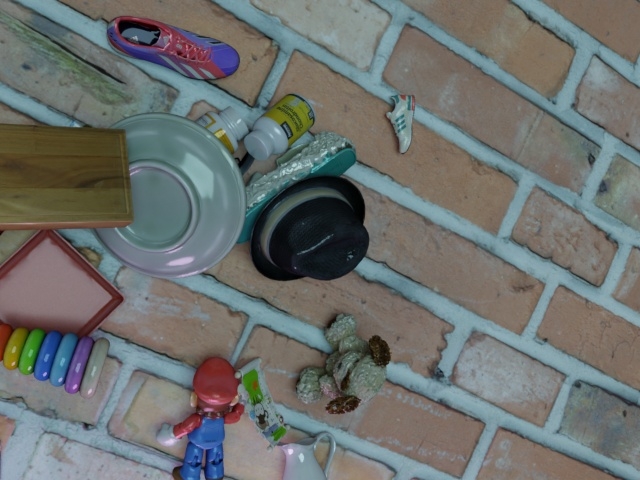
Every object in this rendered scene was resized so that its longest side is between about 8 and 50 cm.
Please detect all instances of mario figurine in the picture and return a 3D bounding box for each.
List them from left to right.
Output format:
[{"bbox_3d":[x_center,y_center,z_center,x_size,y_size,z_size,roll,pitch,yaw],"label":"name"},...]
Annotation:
[{"bbox_3d":[-0.286,0.442,1.764,0.170,0.198,0.320,15,99,23],"label":"mario figurine"}]

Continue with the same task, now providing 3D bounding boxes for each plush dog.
[{"bbox_3d":[0.087,0.345,1.798,0.211,0.225,0.262,33,84,-17],"label":"plush dog"}]

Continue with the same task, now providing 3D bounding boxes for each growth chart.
[{"bbox_3d":[-0.148,0.414,1.775,0.021,0.172,0.237,-18,99,18],"label":"growth chart"}]

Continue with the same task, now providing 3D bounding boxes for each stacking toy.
[{"bbox_3d":[-0.651,0.248,1.565,0.331,0.141,0.141,17,88,-14],"label":"stacking toy"}]

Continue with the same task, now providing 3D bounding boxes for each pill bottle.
[{"bbox_3d":[-0.283,-0.232,1.699,0.215,0.117,0.117,-37,104,-12],"label":"pill bottle"},{"bbox_3d":[-0.102,-0.277,1.731,0.103,0.103,0.184,52,56,-14],"label":"pill bottle"}]

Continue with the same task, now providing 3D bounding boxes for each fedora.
[{"bbox_3d":[0.000,0.000,1.725,0.334,0.152,0.333,-20,129,-26],"label":"fedora"}]

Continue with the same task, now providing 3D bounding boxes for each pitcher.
[{"bbox_3d":[-0.023,0.619,1.848,0.178,0.125,0.207,-6,84,-32],"label":"pitcher"}]

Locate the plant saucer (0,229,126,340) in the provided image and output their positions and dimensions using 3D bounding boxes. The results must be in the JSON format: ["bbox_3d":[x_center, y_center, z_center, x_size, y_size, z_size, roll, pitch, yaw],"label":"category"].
[{"bbox_3d":[-0.641,0.138,1.649,0.259,0.048,0.258,-45,105,-9],"label":"plant saucer"}]

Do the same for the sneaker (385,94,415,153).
[{"bbox_3d":[0.210,-0.314,1.888,0.076,0.057,0.161,6,93,-1],"label":"sneaker"}]

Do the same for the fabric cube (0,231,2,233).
[{"bbox_3d":[-0.819,-0.048,1.469,0.254,0.259,0.258,43,80,-16],"label":"fabric cube"}]

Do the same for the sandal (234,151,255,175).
[{"bbox_3d":[-0.256,-0.142,1.724,0.254,0.097,0.054,-44,105,-10],"label":"sandal"}]

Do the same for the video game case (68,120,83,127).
[{"bbox_3d":[-0.549,-0.189,1.672,0.166,0.015,0.119,36,84,-17],"label":"video game case"}]

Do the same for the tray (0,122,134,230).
[{"bbox_3d":[-0.589,-0.126,1.392,0.411,0.076,0.202,-2,81,-34],"label":"tray"}]

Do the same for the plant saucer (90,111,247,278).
[{"bbox_3d":[-0.372,-0.087,1.602,0.401,0.100,0.400,2,108,6],"label":"plant saucer"}]

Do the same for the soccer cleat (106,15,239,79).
[{"bbox_3d":[-0.343,-0.457,1.664,0.319,0.116,0.108,12,90,-18],"label":"soccer cleat"}]

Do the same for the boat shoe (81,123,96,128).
[{"bbox_3d":[-0.504,-0.210,1.656,0.056,0.048,0.153,-41,99,16],"label":"boat shoe"}]

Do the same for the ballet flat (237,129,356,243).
[{"bbox_3d":[-0.093,-0.143,1.769,0.409,0.147,0.147,-35,103,-15],"label":"ballet flat"}]
